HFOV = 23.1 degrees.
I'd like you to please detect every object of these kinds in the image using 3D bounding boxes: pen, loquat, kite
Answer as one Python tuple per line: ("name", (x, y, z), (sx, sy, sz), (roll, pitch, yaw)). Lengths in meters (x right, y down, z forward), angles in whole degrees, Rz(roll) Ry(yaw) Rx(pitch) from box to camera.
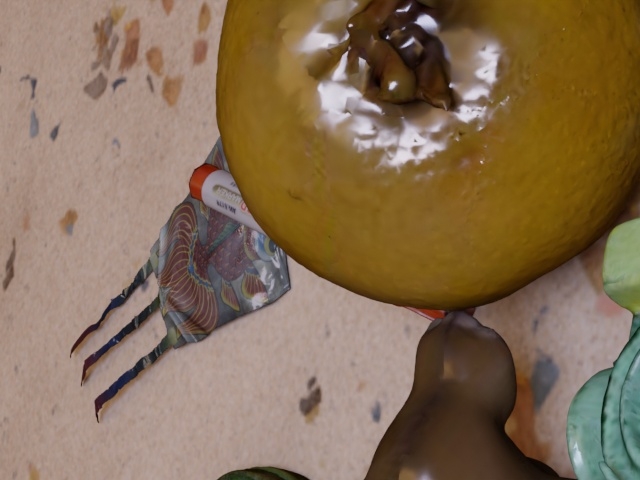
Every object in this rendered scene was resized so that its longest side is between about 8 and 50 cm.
("pen", (0.000, 0.000, 0.896), (0.239, 0.028, 0.028), (27, 102, 46))
("loquat", (0.051, -0.069, 0.721), (0.208, 0.208, 0.208), (-14, 72, 46))
("kite", (-0.098, 0.039, 1.012), (0.229, 0.016, 0.127), (-47, 47, 31))

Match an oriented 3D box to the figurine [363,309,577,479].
("figurine", (0.036, 0.180, 0.704), (0.247, 0.177, 0.173), (-57, -8, -26))

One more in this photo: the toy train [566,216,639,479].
("toy train", (0.254, -0.009, 0.497), (0.397, 0.160, 0.253), (-18, 49, 46))

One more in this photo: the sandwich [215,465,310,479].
("sandwich", (-0.030, 0.164, 0.896), (0.135, 0.029, 0.067), (11, 89, 50))
